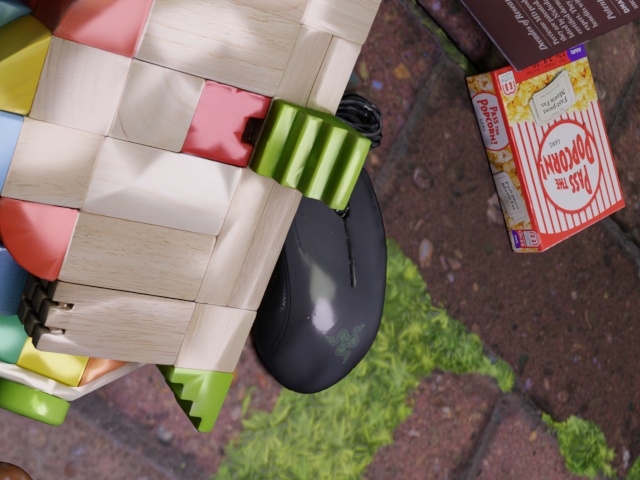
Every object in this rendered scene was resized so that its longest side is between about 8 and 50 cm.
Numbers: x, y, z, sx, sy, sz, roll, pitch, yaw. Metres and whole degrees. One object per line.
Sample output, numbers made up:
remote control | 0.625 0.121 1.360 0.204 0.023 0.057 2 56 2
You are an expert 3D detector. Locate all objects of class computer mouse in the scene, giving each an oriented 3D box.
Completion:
computer mouse | 0.000 0.000 0.901 0.188 0.072 0.272 -2 90 -37

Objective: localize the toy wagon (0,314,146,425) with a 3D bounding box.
toy wagon | -0.184 -0.002 0.769 0.344 0.068 0.267 29 72 -32

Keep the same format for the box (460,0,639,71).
box | 0.239 -0.303 0.982 0.167 0.203 0.168 44 46 -27

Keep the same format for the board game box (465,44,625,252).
board game box | 0.242 -0.102 1.099 0.147 0.045 0.193 -25 103 -34

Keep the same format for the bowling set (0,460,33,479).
bowling set | -0.200 0.255 0.639 0.154 0.287 0.200 60 42 -31

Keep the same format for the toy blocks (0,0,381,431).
toy blocks | -0.134 -0.077 0.635 0.261 0.191 0.381 11 108 -35
